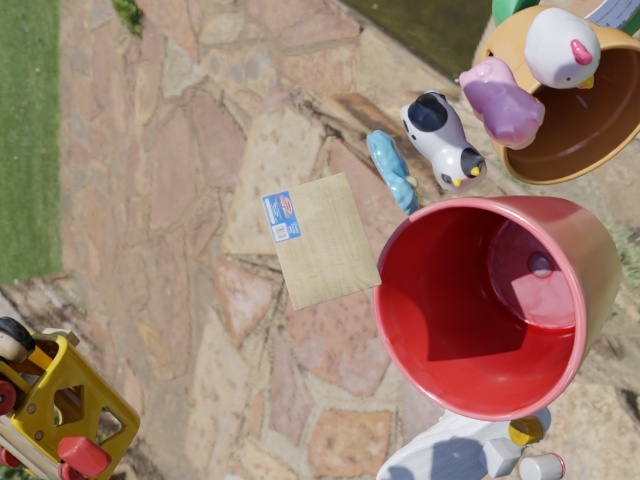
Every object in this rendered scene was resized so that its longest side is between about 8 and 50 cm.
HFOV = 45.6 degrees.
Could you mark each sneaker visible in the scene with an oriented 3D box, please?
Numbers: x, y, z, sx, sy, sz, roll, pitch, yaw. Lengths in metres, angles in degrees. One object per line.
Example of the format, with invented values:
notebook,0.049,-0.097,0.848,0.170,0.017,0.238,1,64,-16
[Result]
sneaker,0.220,0.317,1.247,0.108,0.293,0.169,61,-176,-12

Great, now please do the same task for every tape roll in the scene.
tape roll,0.479,-0.457,1.397,0.321,0.322,0.077,-61,39,41

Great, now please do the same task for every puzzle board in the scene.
puzzle board,0.000,0.000,0.807,0.011,0.097,0.128,101,152,-80

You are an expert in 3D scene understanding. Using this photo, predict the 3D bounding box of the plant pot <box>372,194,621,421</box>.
plant pot,0.243,0.058,0.964,0.275,0.243,0.274,13,110,37

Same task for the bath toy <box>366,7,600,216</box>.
bath toy,0.235,-0.173,1.040,0.151,0.348,0.129,51,-170,-21

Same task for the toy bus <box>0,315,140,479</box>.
toy bus,-0.244,0.123,0.643,0.191,0.104,0.202,30,144,-1

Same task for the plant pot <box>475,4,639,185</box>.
plant pot,0.401,-0.269,1.315,0.290,0.291,0.203,-64,37,40

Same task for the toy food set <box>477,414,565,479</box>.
toy food set,0.301,0.360,1.126,0.111,0.105,0.232,50,130,46
